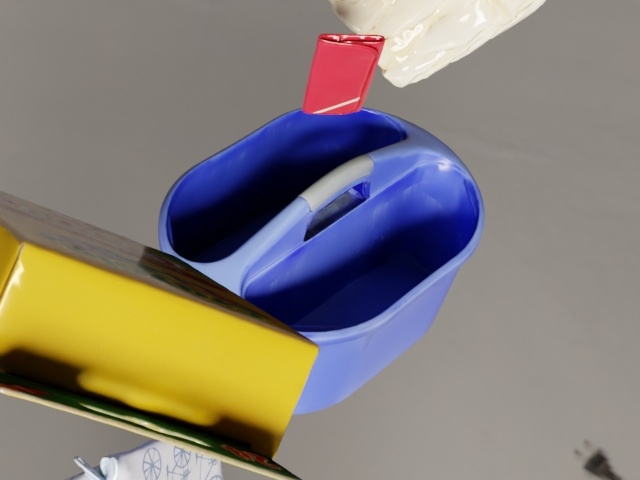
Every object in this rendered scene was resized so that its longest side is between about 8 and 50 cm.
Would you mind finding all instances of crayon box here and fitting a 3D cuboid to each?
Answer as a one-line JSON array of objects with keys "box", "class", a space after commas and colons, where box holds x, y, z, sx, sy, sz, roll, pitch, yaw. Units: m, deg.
[{"box": [-0.139, 0.045, 0.889, 0.202, 0.081, 0.318, 22, 2, -30], "class": "crayon box"}]

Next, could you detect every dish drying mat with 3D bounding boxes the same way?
[{"box": [0.010, -0.080, 0.686, 0.032, 0.083, 0.008, 1, 73, -6], "class": "dish drying mat"}]

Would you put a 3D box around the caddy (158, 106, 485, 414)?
[{"box": [0.000, 0.000, 1.330, 0.241, 0.179, 0.341, 37, 49, 21], "class": "caddy"}]

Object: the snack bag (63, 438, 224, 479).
[{"box": [-0.169, 0.344, 1.253, 0.037, 0.323, 0.342, -5, 5, 30], "class": "snack bag"}]

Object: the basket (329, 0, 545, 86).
[{"box": [0.090, -0.318, 0.751, 0.328, 0.331, 0.266, 49, 25, -19], "class": "basket"}]
